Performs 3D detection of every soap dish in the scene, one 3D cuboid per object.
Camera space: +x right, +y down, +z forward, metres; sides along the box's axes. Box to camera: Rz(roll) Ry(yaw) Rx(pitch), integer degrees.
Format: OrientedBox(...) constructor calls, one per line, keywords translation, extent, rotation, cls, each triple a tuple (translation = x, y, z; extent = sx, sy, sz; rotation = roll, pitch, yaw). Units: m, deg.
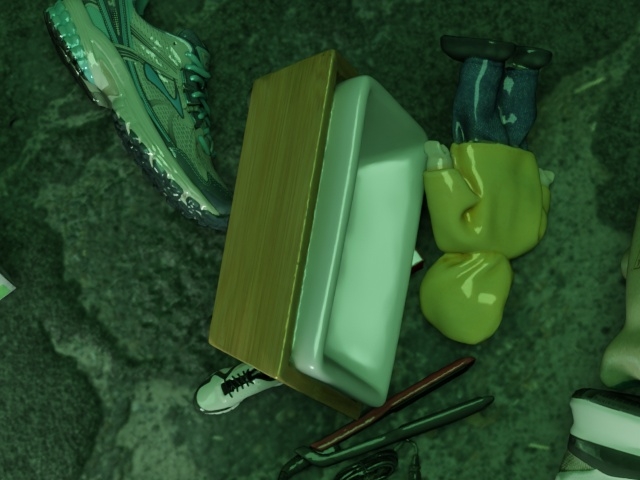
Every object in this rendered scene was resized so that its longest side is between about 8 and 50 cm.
OrientedBox(translation=(0.000, 0.000, 1.769), extent=(0.118, 0.229, 0.291), rotation=(5, 78, 20), cls="soap dish")

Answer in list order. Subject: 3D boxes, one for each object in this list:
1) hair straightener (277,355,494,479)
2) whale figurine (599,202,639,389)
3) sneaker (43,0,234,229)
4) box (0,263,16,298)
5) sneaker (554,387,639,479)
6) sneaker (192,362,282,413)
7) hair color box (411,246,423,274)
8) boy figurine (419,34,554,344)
OrientedBox(translation=(0.062, 0.198, 1.851), extent=(0.230, 0.047, 0.089), rotation=(-27, 78, -3), cls="hair straightener")
OrientedBox(translation=(0.360, 0.032, 1.807), extent=(0.141, 0.216, 0.272), rotation=(35, 71, -19), cls="whale figurine")
OrientedBox(translation=(-0.148, -0.142, 1.902), extent=(0.122, 0.110, 0.283), rotation=(-34, 79, -8), cls="sneaker")
OrientedBox(translation=(-0.465, 0.025, 1.870), extent=(0.262, 0.127, 0.231), rotation=(-38, 80, -6), cls="box")
OrientedBox(translation=(0.383, 0.305, 1.706), extent=(0.447, 0.169, 0.258), rotation=(17, 93, 42), cls="sneaker")
OrientedBox(translation=(-0.073, 0.131, 1.874), extent=(0.109, 0.044, 0.040), rotation=(-26, 80, -1), cls="sneaker")
OrientedBox(translation=(0.033, -0.017, 1.899), extent=(0.072, 0.043, 0.141), rotation=(-32, 80, -4), cls="hair color box")
OrientedBox(translation=(0.158, -0.046, 1.858), extent=(0.092, 0.177, 0.285), rotation=(10, 96, 44), cls="boy figurine")
